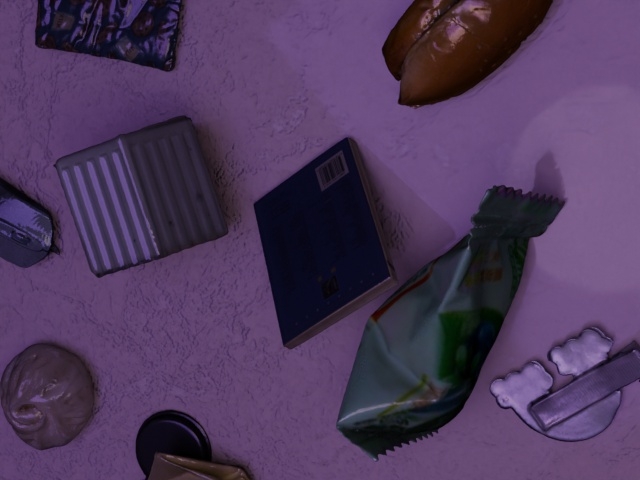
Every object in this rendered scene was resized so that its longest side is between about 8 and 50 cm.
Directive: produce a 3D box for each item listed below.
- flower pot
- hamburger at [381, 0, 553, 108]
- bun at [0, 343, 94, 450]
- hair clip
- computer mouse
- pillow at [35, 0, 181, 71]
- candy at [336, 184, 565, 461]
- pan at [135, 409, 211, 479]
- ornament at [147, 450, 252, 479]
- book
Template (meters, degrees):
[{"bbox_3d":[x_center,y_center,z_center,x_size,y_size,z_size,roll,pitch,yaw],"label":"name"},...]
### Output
[{"bbox_3d":[-0.265,-0.063,1.563,0.209,0.239,0.189,-19,95,-9],"label":"flower pot"},{"bbox_3d":[0.187,-0.285,1.386,0.144,0.156,0.283,46,109,6],"label":"hamburger"},{"bbox_3d":[-0.473,0.265,1.759,0.183,0.102,0.183,3,99,21],"label":"bun"},{"bbox_3d":[0.360,0.210,1.472,0.220,0.054,0.140,-36,91,25],"label":"hair clip"},{"bbox_3d":[-0.533,-0.037,1.742,0.229,0.068,0.113,35,111,11],"label":"computer mouse"},{"bbox_3d":[-0.328,-0.373,1.623,0.256,0.034,0.188,13,104,17],"label":"pillow"},{"bbox_3d":[0.178,0.099,1.402,0.172,0.263,0.397,39,111,16],"label":"candy"},{"bbox_3d":[-0.273,0.385,1.746,0.136,0.028,0.235,39,110,7],"label":"pan"},{"bbox_3d":[-0.217,0.404,1.687,0.201,0.059,0.180,-22,117,22],"label":"ornament"},{"bbox_3d":[0.000,0.000,1.490,0.191,0.025,0.269,-34,48,23],"label":"book"}]
